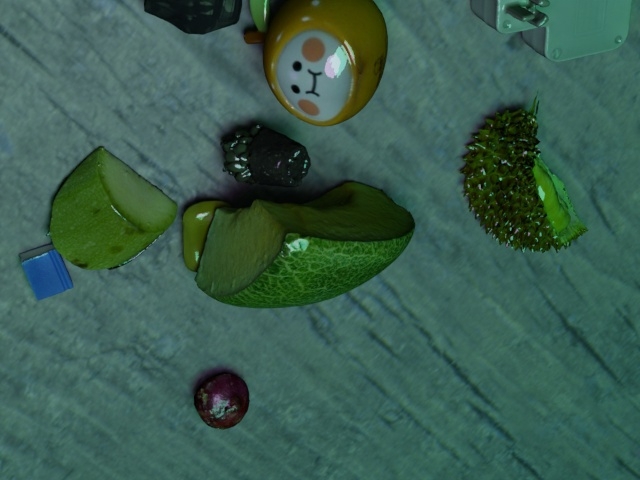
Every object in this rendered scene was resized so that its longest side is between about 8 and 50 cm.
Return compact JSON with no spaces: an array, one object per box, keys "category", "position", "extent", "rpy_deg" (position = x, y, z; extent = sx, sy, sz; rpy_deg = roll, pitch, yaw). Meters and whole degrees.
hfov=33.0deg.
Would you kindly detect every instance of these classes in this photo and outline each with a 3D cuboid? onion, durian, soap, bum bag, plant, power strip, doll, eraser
[{"category":"onion","position":[-0.179,0.296,1.988],"extent":[0.107,0.097,0.107],"rpy_deg":[-9,107,-31]},{"category":"durian","position":[0.371,-0.091,1.976],"extent":[0.169,0.158,0.352],"rpy_deg":[-57,132,-25]},{"category":"soap","position":[-0.189,-0.008,1.815],"extent":[0.088,0.045,0.140],"rpy_deg":[-11,124,-21]},{"category":"bum bag","position":[-0.165,-0.449,1.512],"extent":[0.144,0.095,0.341],"rpy_deg":[-3,125,-23]},{"category":"plant","position":[-0.091,-0.133,1.723],"extent":[0.092,0.143,0.094],"rpy_deg":[-63,149,-24]},{"category":"power strip","position":[0.391,-0.401,1.746],"extent":[0.260,0.141,0.230],"rpy_deg":[-14,124,-17]},{"category":"doll","position":[-0.017,-0.292,1.633],"extent":[0.236,0.213,0.214],"rpy_deg":[21,119,15]},{"category":"eraser","position":[-0.446,0.050,1.758],"extent":[0.063,0.027,0.085],"rpy_deg":[-20,126,-9]}]

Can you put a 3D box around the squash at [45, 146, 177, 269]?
[{"category":"squash","position":[-0.332,-0.021,1.712],"extent":[0.192,0.085,0.184],"rpy_deg":[38,93,-34]}]

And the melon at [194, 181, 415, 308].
[{"category":"melon","position":[0.000,0.000,1.783],"extent":[0.343,0.226,0.331],"rpy_deg":[2,157,-31]}]
